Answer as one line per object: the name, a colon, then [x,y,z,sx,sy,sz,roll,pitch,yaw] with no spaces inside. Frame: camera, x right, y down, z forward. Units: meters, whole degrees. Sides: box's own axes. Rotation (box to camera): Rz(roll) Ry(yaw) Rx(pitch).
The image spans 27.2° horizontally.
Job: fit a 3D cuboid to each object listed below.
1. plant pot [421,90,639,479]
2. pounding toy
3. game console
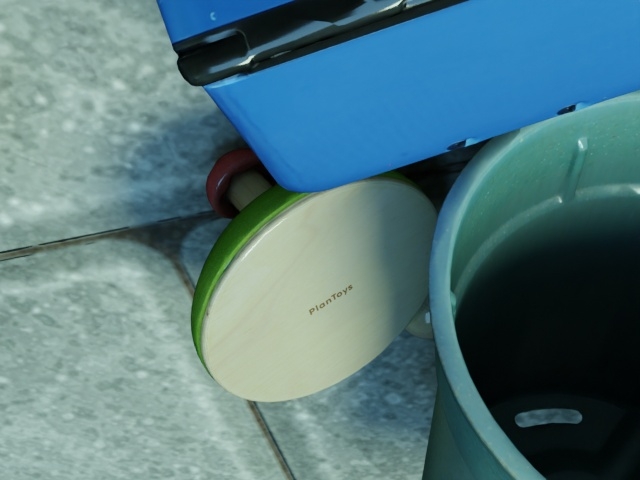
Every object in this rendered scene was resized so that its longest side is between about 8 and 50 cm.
plant pot: [0.214,0.131,0.881,0.341,0.341,0.334,3,146,-4]
pounding toy: [0.000,0.000,0.899,0.236,0.110,0.183,-12,133,-32]
game console: [0.067,-0.171,0.671,0.293,0.173,0.250,-18,96,10]
